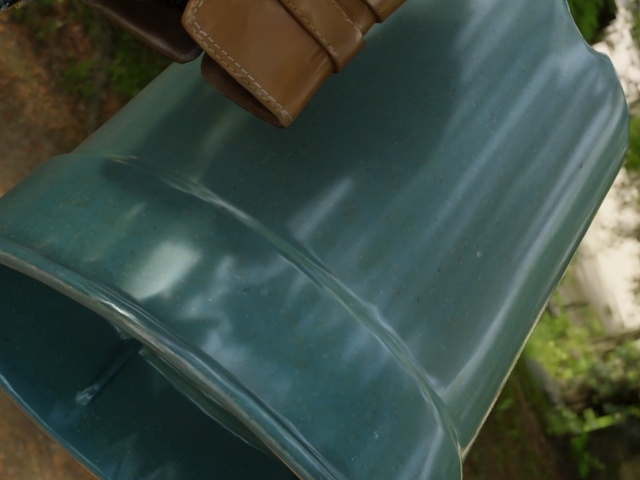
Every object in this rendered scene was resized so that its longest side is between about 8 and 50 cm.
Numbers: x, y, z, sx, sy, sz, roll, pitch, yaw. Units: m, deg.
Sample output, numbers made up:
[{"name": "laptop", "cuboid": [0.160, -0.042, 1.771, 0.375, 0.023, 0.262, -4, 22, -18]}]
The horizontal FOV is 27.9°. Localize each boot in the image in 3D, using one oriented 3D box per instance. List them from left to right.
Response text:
[{"name": "boot", "cuboid": [0.040, -0.146, 0.586, 0.220, 0.283, 0.109, -58, 169, -13]}]

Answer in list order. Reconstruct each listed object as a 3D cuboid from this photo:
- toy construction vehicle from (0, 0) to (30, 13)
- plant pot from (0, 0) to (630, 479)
[{"name": "toy construction vehicle", "cuboid": [-0.204, -0.178, 0.779, 0.086, 0.035, 0.098, 48, 60, -2]}, {"name": "plant pot", "cuboid": [0.000, 0.000, 0.781, 0.334, 0.341, 0.341, -51, 125, -23]}]
